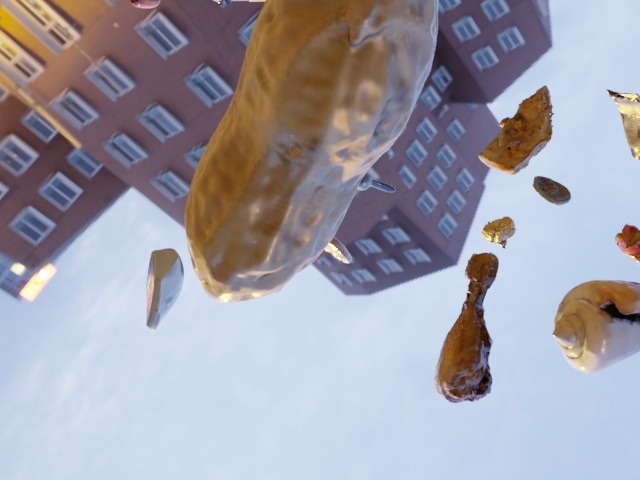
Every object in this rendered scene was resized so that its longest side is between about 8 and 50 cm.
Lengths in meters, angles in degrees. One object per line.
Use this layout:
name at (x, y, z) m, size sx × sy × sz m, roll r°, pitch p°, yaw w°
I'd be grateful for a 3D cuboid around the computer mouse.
computer mouse at (-0.335, 0.097, 1.361) m, size 0.231 × 0.079 × 0.127 m, roll -113°, pitch -147°, yaw -62°

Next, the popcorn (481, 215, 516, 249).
popcorn at (0.437, -0.014, 1.539) m, size 0.084 × 0.084 × 0.084 m, roll -31°, pitch -145°, yaw 24°

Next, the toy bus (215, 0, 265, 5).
toy bus at (-0.073, -0.583, 1.179) m, size 0.249 × 0.209 × 0.440 m, roll -13°, pitch -166°, yaw -26°

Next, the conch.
conch at (0.466, 0.122, 1.021) m, size 0.127 × 0.255 × 0.158 m, roll 38°, pitch -54°, yaw 46°

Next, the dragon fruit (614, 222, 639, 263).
dragon fruit at (0.588, 0.008, 1.175) m, size 0.083 × 0.060 × 0.056 m, roll 42°, pitch -71°, yaw 30°

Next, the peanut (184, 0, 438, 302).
peanut at (-0.015, -0.084, 0.511) m, size 0.325 × 0.140 × 0.153 m, roll -62°, pitch -154°, yaw 18°

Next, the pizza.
pizza at (0.624, -0.339, 1.950) m, size 0.297 × 0.071 × 0.189 m, roll -52°, pitch -141°, yaw 15°

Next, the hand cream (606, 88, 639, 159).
hand cream at (0.554, -0.209, 1.117) m, size 0.039 × 0.163 × 0.062 m, roll -46°, pitch -141°, yaw -7°

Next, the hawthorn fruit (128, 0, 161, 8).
hawthorn fruit at (-0.387, -0.544, 1.389) m, size 0.077 × 0.077 × 0.077 m, roll -31°, pitch -145°, yaw 24°

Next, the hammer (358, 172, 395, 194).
hammer at (0.192, -0.207, 2.299) m, size 0.069 × 0.194 × 0.116 m, roll -68°, pitch -153°, yaw 11°

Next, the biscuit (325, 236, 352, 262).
biscuit at (0.002, -0.005, 1.680) m, size 0.203 × 0.260 × 0.041 m, roll 26°, pitch -100°, yaw 35°

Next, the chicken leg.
chicken leg at (0.234, 0.139, 0.992) m, size 0.107 × 0.087 × 0.251 m, roll -120°, pitch -141°, yaw -83°

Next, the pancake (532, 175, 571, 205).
pancake at (0.555, -0.120, 1.515) m, size 0.108 × 0.108 × 0.017 m, roll -91°, pitch -163°, yaw -49°
